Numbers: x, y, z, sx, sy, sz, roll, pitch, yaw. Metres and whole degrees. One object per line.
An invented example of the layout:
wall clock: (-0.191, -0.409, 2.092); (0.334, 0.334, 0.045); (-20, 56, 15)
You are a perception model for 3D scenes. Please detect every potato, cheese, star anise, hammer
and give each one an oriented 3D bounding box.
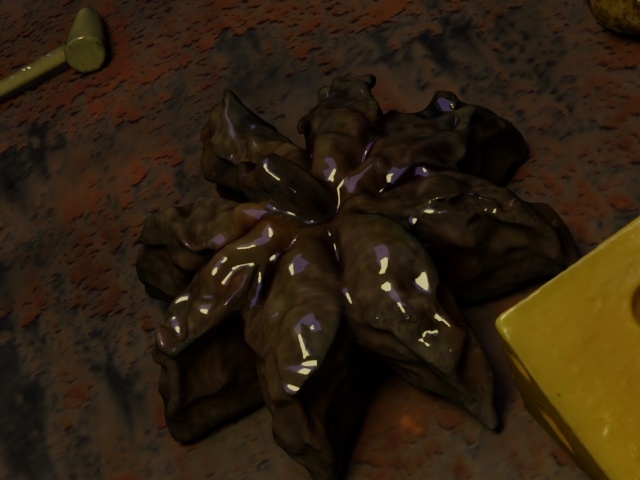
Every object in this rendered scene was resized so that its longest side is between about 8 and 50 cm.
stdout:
potato: (0.181, -0.132, 0.789); (0.083, 0.040, 0.051); (7, 61, 37)
cheese: (0.162, 0.085, 0.585); (0.093, 0.126, 0.171); (-38, 63, -4)
star anise: (-0.001, 0.000, 0.734); (0.236, 0.109, 0.223); (12, 63, 36)
hammer: (-0.236, -0.105, 1.028); (0.195, 0.028, 0.060); (-26, 37, 9)
